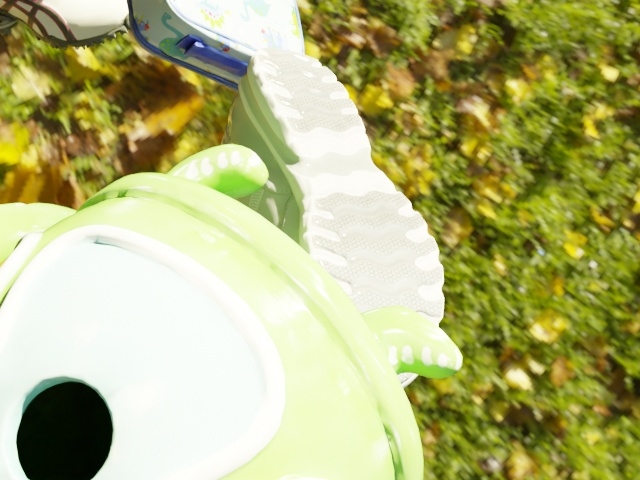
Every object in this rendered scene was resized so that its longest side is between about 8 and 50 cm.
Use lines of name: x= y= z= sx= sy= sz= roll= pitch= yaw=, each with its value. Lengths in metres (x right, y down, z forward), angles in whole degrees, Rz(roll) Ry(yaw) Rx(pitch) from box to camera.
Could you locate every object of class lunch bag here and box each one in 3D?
lunch bag: x=-0.124 y=-0.266 z=1.630 sx=0.219 sy=0.176 sz=0.090 roll=18 pitch=138 yaw=-41

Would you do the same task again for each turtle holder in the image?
turtle holder: x=-0.108 y=0.079 z=0.742 sx=0.227 sy=0.243 sz=0.320 roll=-36 pitch=89 yaw=-37

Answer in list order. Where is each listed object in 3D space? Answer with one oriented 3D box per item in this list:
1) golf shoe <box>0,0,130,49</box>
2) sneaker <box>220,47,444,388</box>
golf shoe: x=-0.347 y=-0.316 z=1.779 sx=0.273 sy=0.105 sz=0.120 roll=11 pitch=135 yaw=21
sneaker: x=0.000 y=0.000 z=0.977 sx=0.105 sy=0.281 sz=0.115 roll=8 pitch=136 yaw=-30
